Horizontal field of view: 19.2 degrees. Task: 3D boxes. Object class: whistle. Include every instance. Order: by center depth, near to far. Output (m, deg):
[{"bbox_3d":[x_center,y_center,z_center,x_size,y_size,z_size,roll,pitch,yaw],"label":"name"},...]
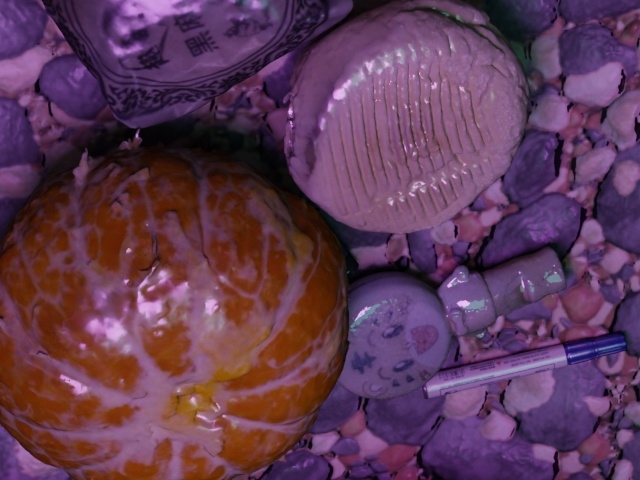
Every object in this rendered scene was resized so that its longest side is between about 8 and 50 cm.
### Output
[{"bbox_3d":[0.105,0.069,1.767,0.258,0.067,0.126,-22,123,-2],"label":"whistle"}]

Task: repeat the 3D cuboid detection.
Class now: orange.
[{"bbox_3d":[-0.135,0.068,1.625,0.329,0.249,0.329,-5,135,-5],"label":"orange"}]

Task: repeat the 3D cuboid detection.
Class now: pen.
[{"bbox_3d":[0.196,0.119,1.824,0.204,0.025,0.025,-13,116,-2],"label":"pen"}]

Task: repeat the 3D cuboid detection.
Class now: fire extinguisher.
[{"bbox_3d":[0.000,0.000,1.741,0.038,0.025,0.083,-22,119,29],"label":"fire extinguisher"}]

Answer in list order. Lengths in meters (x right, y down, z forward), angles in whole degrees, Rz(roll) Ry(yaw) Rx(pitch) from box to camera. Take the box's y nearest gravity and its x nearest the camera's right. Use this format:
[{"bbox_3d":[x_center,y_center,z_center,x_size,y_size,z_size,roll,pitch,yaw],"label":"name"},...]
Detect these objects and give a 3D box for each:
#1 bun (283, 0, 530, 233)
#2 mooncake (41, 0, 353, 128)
[{"bbox_3d":[0.066,-0.120,1.625,0.220,0.134,0.220,-10,125,-14],"label":"bun"},{"bbox_3d":[-0.111,-0.239,1.553,0.250,0.136,0.254,-25,115,9],"label":"mooncake"}]
